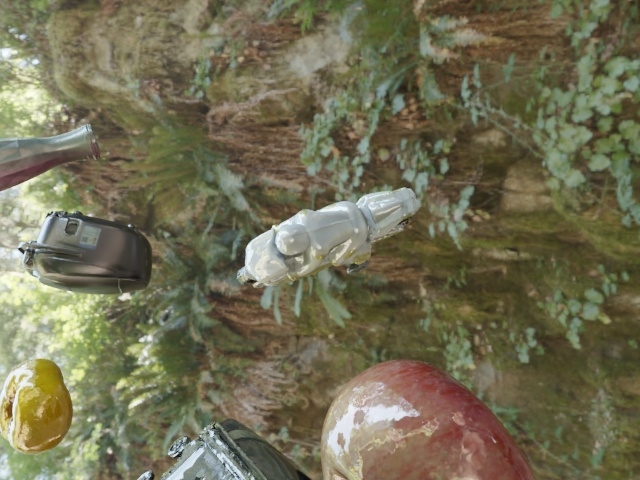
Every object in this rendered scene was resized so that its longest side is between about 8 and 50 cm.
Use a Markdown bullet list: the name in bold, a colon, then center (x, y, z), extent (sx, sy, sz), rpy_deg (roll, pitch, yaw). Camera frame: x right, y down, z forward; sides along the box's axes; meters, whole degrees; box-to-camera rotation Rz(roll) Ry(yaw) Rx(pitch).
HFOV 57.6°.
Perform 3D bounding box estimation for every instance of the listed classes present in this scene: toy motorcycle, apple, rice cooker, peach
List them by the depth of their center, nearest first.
- **toy motorcycle**: center (0.000, 0.000, 0.643), extent (0.151, 0.228, 0.074), rpy_deg (40, -150, -75)
- **apple**: center (0.144, 0.354, 0.900), extent (0.269, 0.345, 0.345), rpy_deg (-35, -41, -11)
- **rice cooker**: center (-0.372, 0.025, 0.937), extent (0.142, 0.202, 0.119), rpy_deg (139, 142, -67)
- **peach**: center (-0.532, 0.312, 1.086), extent (0.103, 0.179, 0.179), rpy_deg (12, -97, -44)

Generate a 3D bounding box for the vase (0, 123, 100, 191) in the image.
- **vase**: center (-0.455, -0.128, 0.900), extent (0.214, 0.086, 0.086), rpy_deg (-18, -60, -18)

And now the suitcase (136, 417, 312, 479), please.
- **suitcase**: center (-0.035, 0.365, 0.602), extent (0.194, 0.434, 0.283), rpy_deg (-43, -73, -17)

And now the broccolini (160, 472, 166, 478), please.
- **broccolini**: center (-0.289, 0.457, 0.856), extent (0.054, 0.051, 0.239), rpy_deg (40, -128, -13)
